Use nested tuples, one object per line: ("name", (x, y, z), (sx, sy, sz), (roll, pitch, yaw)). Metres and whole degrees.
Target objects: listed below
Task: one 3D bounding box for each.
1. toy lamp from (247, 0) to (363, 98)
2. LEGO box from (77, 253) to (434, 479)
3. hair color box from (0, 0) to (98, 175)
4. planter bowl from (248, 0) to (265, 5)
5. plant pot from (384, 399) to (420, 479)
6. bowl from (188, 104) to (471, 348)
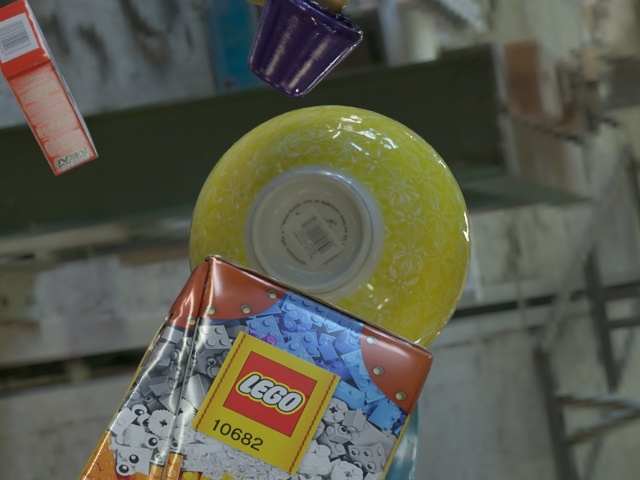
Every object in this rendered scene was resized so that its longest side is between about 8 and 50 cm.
("toy lamp", (0.036, -0.228, 1.320), (0.275, 0.080, 0.080), (-59, 167, 11))
("LEGO box", (-0.118, 0.316, 1.432), (0.500, 0.193, 0.372), (110, 5, -52))
("hair color box", (-0.284, -0.155, 1.884), (0.167, 0.053, 0.093), (74, -8, -56))
("planter bowl", (-0.019, -0.280, 1.747), (0.090, 0.217, 0.217), (81, 9, -57))
("plant pot", (-0.014, 0.156, 2.107), (0.293, 0.196, 0.293), (-6, 90, -74))
("bowl", (0.000, 0.000, 1.812), (0.156, 0.289, 0.289), (31, 50, -81))
